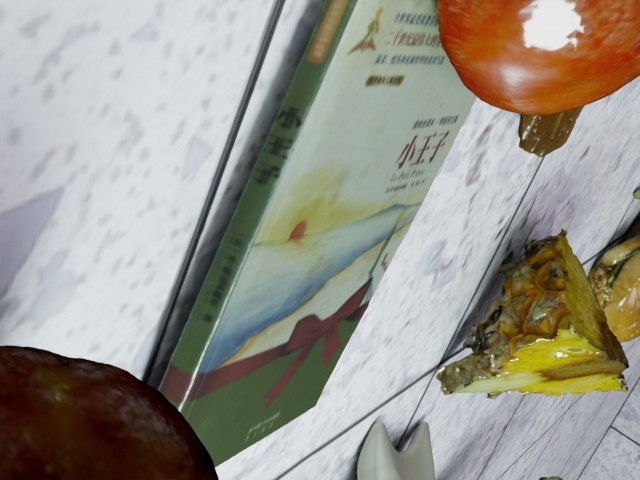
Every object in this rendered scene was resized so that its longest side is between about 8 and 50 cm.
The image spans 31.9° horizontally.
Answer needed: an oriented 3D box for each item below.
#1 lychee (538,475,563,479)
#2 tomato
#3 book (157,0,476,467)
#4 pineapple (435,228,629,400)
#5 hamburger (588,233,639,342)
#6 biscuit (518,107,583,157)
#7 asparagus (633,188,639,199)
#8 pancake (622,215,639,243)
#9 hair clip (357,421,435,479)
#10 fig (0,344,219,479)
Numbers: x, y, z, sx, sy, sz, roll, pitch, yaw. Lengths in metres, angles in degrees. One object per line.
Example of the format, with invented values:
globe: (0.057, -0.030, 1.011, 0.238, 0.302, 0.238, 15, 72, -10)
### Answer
lychee: (0.188, 0.439, 1.332, 0.320, 0.270, 0.270, -7, 137, -19)
tomato: (0.147, -0.167, 0.549, 0.237, 0.095, 0.236, -48, 150, -40)
book: (0.000, 0.000, 0.599, 0.201, 0.026, 0.289, -16, 135, -60)
pineapple: (0.188, 0.075, 1.048, 0.164, 0.139, 0.250, -21, 154, 26)
hamburger: (0.413, 0.060, 1.463, 0.147, 0.083, 0.138, -26, 132, -22)
biscuit: (0.179, -0.107, 0.844, 0.119, 0.019, 0.130, -51, 158, -15)
asparagus: (0.423, -0.059, 1.444, 0.018, 0.015, 0.127, -61, 159, 15)
pancake: (0.457, 0.039, 1.637, 0.286, 0.033, 0.288, -35, 150, -42)
hair clip: (0.043, 0.310, 1.020, 0.282, 0.113, 0.172, -58, 159, 2)
fig: (-0.146, 0.159, 0.389, 0.274, 0.145, 0.170, -52, 161, 28)
